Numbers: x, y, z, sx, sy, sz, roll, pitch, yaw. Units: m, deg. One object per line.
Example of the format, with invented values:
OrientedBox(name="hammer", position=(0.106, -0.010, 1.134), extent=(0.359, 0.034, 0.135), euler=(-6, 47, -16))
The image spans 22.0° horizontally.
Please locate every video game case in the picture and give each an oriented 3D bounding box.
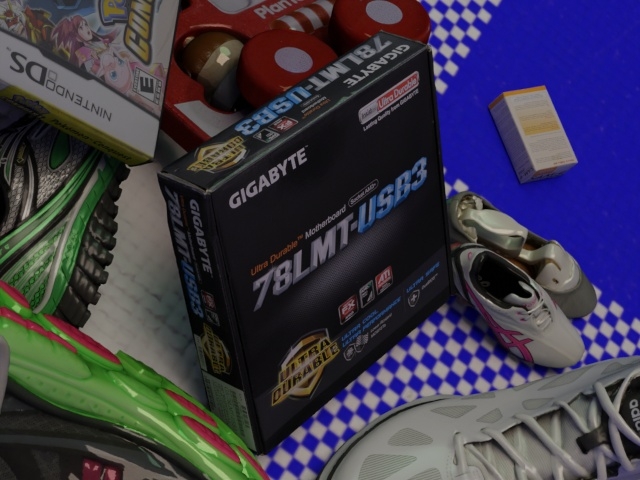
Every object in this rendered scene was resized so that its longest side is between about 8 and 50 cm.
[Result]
OrientedBox(name="video game case", position=(-0.216, -0.233, 1.408), extent=(0.248, 0.035, 0.275), euler=(28, 63, -45))

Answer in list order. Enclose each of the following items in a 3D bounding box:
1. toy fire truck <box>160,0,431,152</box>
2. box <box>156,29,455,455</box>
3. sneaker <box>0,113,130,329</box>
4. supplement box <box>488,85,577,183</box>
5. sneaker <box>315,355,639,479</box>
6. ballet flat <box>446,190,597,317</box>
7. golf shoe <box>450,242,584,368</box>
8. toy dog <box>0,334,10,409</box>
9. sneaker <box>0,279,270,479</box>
OrientedBox(name="toy fire truck", position=(-0.053, -0.182, 1.650), extent=(0.302, 0.169, 0.254), euler=(-30, 59, -35))
OrientedBox(name="box", position=(0.000, 0.000, 1.514), extent=(0.073, 0.293, 0.295), euler=(23, 45, 36))
OrientedBox(name="sneaker", position=(-0.247, -0.082, 1.494), extent=(0.146, 0.134, 0.343), euler=(21, 59, -21))
OrientedBox(name="supplement box", position=(0.235, -0.117, 1.823), extent=(0.062, 0.036, 0.098), euler=(-11, 73, -31))
OrientedBox(name="sneaker", position=(0.216, 0.176, 1.540), extent=(0.447, 0.257, 0.169), euler=(-15, 75, -32))
OrientedBox(name="ballet flat", position=(0.213, 0.016, 1.730), extent=(0.213, 0.068, 0.072), euler=(28, 57, -13))
OrientedBox(name="golf shoe", position=(0.202, 0.072, 1.676), extent=(0.186, 0.086, 0.067), euler=(37, 80, -17))
OrientedBox(name="toy dog", position=(-0.467, 0.121, 1.192), extent=(0.408, 0.395, 0.284), euler=(33, 52, 17))
OrientedBox(name="sneaker", position=(-0.207, 0.197, 1.390), extent=(0.483, 0.185, 0.202), euler=(35, 95, -19))
